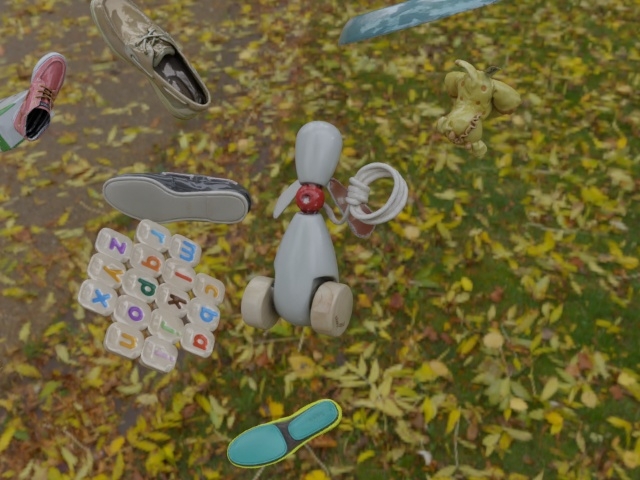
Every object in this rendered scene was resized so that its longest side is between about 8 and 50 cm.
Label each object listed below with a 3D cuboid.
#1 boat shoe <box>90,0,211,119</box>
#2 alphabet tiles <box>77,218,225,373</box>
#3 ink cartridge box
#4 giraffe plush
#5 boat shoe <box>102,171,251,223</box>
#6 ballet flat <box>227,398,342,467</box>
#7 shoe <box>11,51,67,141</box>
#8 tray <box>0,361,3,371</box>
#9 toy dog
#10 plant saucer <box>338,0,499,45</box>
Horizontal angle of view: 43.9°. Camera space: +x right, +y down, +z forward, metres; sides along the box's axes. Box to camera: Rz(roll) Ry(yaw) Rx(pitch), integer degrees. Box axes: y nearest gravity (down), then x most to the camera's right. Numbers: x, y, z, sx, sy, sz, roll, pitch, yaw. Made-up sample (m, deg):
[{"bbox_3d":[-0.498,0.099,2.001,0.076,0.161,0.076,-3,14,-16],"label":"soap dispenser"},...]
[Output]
[{"bbox_3d":[-0.329,-0.376,1.580,0.109,0.302,0.098,-47,20,-26],"label":"boat shoe"},{"bbox_3d":[-0.313,0.102,1.501,0.277,0.021,0.284,27,52,-27],"label":"alphabet tiles"},{"bbox_3d":[-0.781,-0.286,1.958,0.208,0.087,0.153,-5,37,42],"label":"ink cartridge box"},{"bbox_3d":[0.336,-0.282,1.774,0.181,0.210,0.171,24,86,9],"label":"giraffe plush"},{"bbox_3d":[-0.325,-0.101,1.829,0.334,0.112,0.095,7,25,-1],"label":"boat shoe"},{"bbox_3d":[-0.063,0.373,1.515,0.230,0.077,0.077,-24,70,-3],"label":"ballet flat"},{"bbox_3d":[-0.541,-0.279,1.556,0.063,0.178,0.081,26,8,-42],"label":"shoe"},{"bbox_3d":[-0.574,0.213,0.852,0.202,0.076,0.411,17,40,21],"label":"tray"},{"bbox_3d":[0.000,0.000,1.246,0.220,0.334,0.161,31,7,19],"label":"toy dog"},{"bbox_3d":[0.178,-0.396,1.359,0.317,0.044,0.317,-15,14,4],"label":"plant saucer"}]
